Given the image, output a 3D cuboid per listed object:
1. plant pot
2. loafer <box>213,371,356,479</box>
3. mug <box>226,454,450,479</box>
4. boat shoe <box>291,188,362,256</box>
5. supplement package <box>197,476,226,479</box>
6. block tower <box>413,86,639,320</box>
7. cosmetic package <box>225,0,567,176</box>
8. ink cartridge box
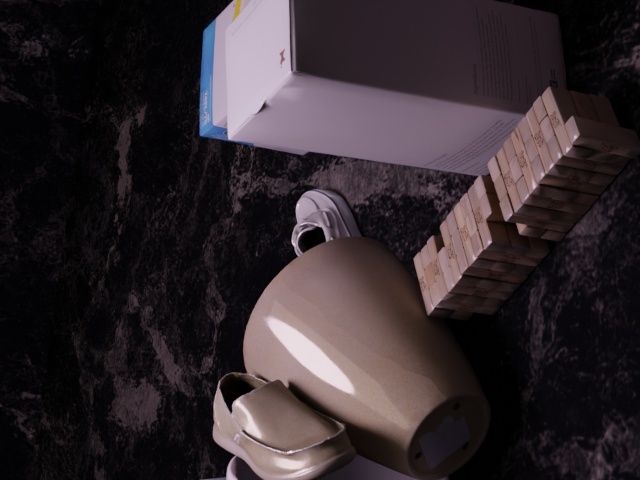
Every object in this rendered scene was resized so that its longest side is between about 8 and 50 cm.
[{"bbox_3d":[0.081,0.172,1.589,0.274,0.256,0.257,41,121,45],"label":"plant pot"},{"bbox_3d":[-0.059,0.222,1.525,0.268,0.102,0.092,7,117,54],"label":"loafer"},{"bbox_3d":[0.053,0.449,1.542,0.374,0.276,0.328,9,101,35],"label":"mug"},{"bbox_3d":[0.000,0.000,1.942,0.096,0.088,0.267,-67,29,29],"label":"boat shoe"},{"bbox_3d":[-0.067,0.451,1.811,0.203,0.149,0.194,4,91,49],"label":"supplement package"},{"bbox_3d":[0.231,-0.038,1.471,0.335,0.090,0.097,-54,38,44],"label":"block tower"},{"bbox_3d":[0.088,-0.194,1.495,0.197,0.365,0.155,-33,54,57],"label":"cosmetic package"},{"bbox_3d":[-0.051,-0.280,2.005,0.270,0.198,0.197,-29,57,60],"label":"ink cartridge box"}]
